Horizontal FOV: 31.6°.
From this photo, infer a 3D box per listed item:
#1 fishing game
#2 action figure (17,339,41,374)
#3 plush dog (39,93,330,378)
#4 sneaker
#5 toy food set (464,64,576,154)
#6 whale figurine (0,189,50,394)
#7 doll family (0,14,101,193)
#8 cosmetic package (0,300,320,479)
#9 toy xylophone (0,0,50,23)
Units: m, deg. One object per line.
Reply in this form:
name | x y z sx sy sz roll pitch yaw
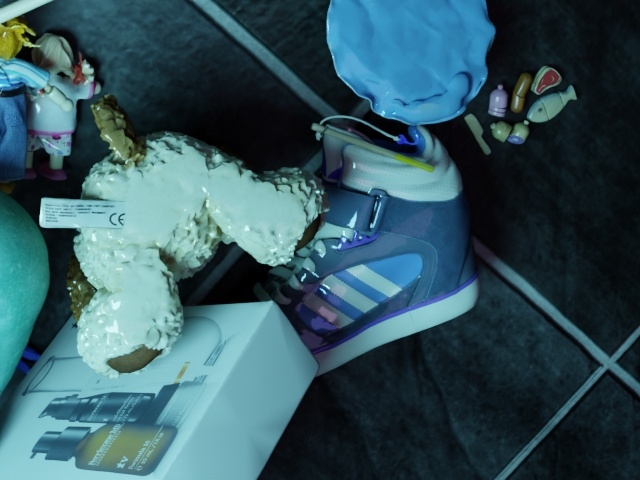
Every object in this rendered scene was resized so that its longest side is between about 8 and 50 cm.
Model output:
fishing game | 0.089 -0.206 1.120 0.189 0.041 0.264 13 84 -23
action figure | -0.311 0.116 1.155 0.115 0.030 0.038 37 91 -24
plush dog | -0.155 -0.022 1.044 0.262 0.225 0.210 -38 96 -15
sneaker | 0.000 0.000 1.173 0.323 0.130 0.236 -19 108 -6
toy food set | 0.221 -0.147 1.236 0.122 0.019 0.078 -37 120 -1
whale figurine | -0.300 0.073 0.981 0.141 0.216 0.272 -8 122 -12
doll family | -0.316 -0.124 0.993 0.263 0.118 0.163 1 115 -23
cosmetic package | -0.206 0.221 0.994 0.097 0.284 0.377 55 47 -28
toy xylophone | -0.342 -0.262 0.896 0.323 0.081 0.236 -33 84 -9
